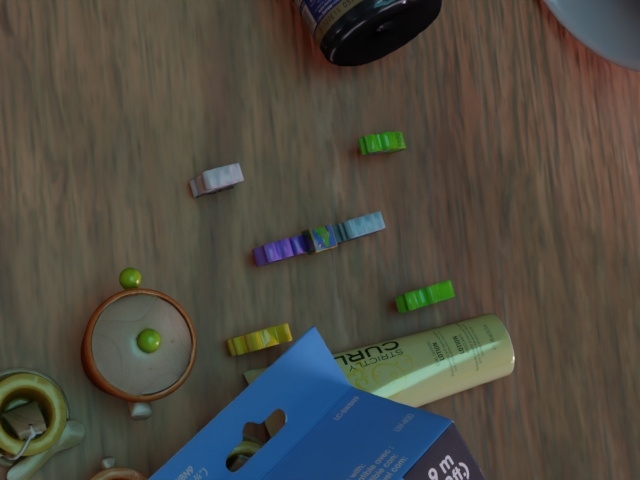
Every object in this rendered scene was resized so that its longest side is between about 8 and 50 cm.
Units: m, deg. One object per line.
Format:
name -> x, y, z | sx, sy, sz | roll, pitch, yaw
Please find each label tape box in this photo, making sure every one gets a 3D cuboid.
label tape box -> 0.037, 0.266, 1.423 | 0.240, 0.106, 0.333 | -42, 109, -38

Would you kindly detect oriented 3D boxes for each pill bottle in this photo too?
pill bottle -> 0.010, -0.278, 1.565 | 0.123, 0.123, 0.219 | -24, 76, -21

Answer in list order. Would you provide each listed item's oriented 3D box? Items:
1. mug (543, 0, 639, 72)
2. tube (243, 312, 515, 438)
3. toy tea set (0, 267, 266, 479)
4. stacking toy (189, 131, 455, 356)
mug -> 0.357, -0.379, 1.653 | 0.328, 0.276, 0.374 | -31, 60, -26
tube -> 0.058, 0.126, 1.550 | 0.240, 0.070, 0.062 | -15, 112, -17
toy tea set -> -0.129, 0.193, 1.440 | 0.200, 0.124, 0.336 | -44, 95, -20
stacking toy -> 0.000, 0.000, 1.562 | 0.221, 0.052, 0.167 | -14, 87, -22
